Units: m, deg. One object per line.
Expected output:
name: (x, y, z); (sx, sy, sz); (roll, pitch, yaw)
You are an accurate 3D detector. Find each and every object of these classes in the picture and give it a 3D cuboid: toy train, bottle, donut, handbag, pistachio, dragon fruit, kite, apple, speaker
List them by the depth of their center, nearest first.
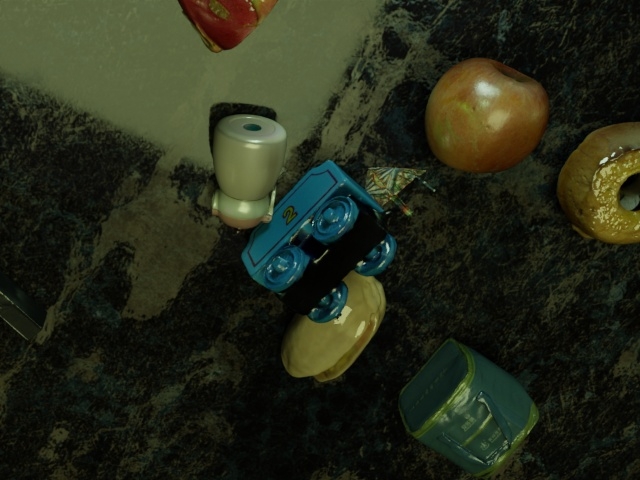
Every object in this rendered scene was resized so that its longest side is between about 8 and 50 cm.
dragon fruit: (-0.156, -0.497, 1.384); (0.189, 0.290, 0.290); (38, 102, -22)
bottle: (-0.155, -0.128, 1.618); (0.147, 0.147, 0.236); (3, 121, -13)
apple: (0.340, -0.248, 1.618); (0.253, 0.253, 0.253); (-4, 114, -10)
toy train: (0.000, 0.000, 1.633); (0.300, 0.265, 0.188); (-46, 125, 8)
speaker: (-0.671, 0.109, 1.647); (0.044, 0.082, 0.218); (-36, 114, 6)
kite: (0.157, -0.107, 1.757); (0.183, 0.010, 0.160); (-41, 115, 7)
pistachio: (0.028, 0.187, 1.782); (0.187, 0.187, 0.299); (30, 111, -21)
donut: (0.704, -0.130, 1.783); (0.299, 0.150, 0.317); (41, 100, -21)
handbag: (0.358, 0.410, 1.909); (0.241, 0.222, 0.263); (33, 106, -17)
